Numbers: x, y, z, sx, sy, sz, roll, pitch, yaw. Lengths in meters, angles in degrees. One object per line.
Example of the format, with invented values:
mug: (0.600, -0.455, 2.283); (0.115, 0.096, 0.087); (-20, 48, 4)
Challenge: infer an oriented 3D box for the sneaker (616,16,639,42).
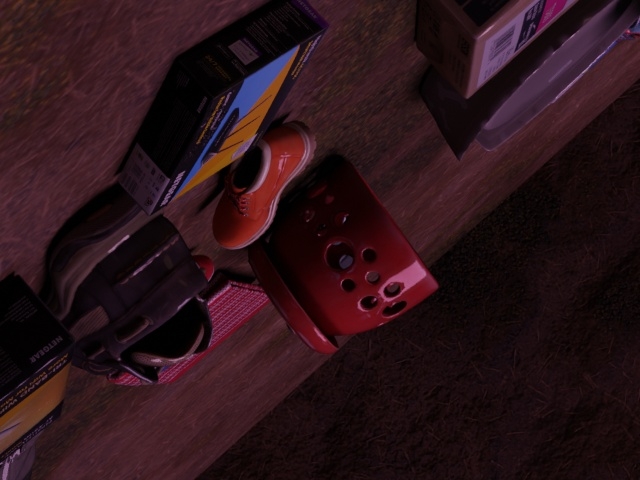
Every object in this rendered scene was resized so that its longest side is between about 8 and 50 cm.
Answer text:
sneaker: (0.382, -0.297, 2.271); (0.262, 0.125, 0.104); (-47, 170, 32)

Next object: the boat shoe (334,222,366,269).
boat shoe: (0.050, 0.006, 2.526); (0.076, 0.083, 0.226); (-51, -170, -34)

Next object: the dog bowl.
dog bowl: (0.264, -0.243, 2.085); (0.349, 0.102, 0.349); (-40, 172, -7)

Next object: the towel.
towel: (-0.162, 0.115, 2.213); (0.199, 0.031, 0.275); (-41, 170, 5)

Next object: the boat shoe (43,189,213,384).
boat shoe: (-0.175, 0.073, 1.571); (0.132, 0.130, 0.355); (-39, 171, -16)

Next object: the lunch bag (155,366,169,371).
lunch bag: (-0.177, 0.102, 1.933); (0.098, 0.067, 0.065); (-39, 171, -14)

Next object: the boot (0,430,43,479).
boot: (-0.377, 0.250, 1.799); (0.246, 0.083, 0.161); (-42, 167, -40)

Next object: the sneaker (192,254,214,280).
sneaker: (-0.142, 0.032, 1.825); (0.118, 0.042, 0.067); (-30, 169, -47)

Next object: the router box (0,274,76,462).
router box: (-0.356, 0.184, 1.472); (0.309, 0.081, 0.243); (-39, 171, -21)

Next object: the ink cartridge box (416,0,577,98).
ink cartridge box: (0.193, -0.257, 1.732); (0.193, 0.088, 0.234); (-40, 171, -4)

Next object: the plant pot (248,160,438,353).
plant pot: (0.021, 0.027, 2.075); (0.174, 0.191, 0.191); (-35, 172, 5)

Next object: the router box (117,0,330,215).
router box: (-0.079, -0.107, 1.377); (0.133, 0.046, 0.179); (-37, 170, -35)

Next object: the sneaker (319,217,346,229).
sneaker: (0.000, 0.000, 2.333); (0.044, 0.040, 0.109); (-36, 170, -49)

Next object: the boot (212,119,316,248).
boot: (-0.074, -0.049, 1.694); (0.085, 0.059, 0.158); (-25, 153, -55)
